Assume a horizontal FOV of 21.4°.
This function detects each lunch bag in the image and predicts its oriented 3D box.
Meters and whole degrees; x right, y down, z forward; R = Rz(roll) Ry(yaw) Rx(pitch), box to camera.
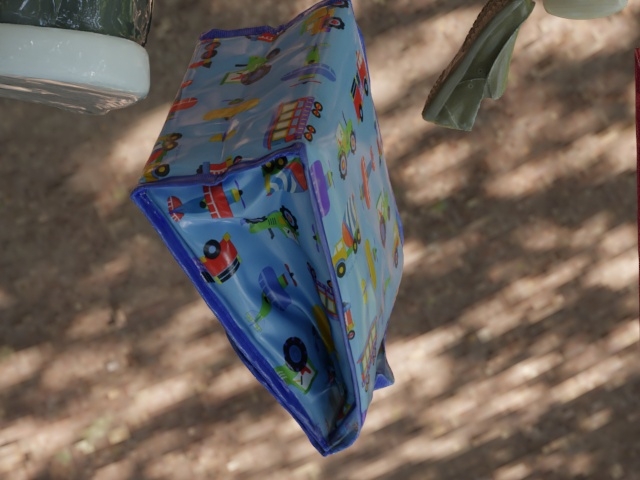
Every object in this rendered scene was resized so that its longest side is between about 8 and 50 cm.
[{"bbox_3d":[0.000,0.000,1.292,0.138,0.221,0.293,-13,123,21],"label":"lunch bag"}]

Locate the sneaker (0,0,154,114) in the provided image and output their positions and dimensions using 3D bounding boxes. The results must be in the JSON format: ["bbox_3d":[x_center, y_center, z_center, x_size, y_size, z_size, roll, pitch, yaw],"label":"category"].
[{"bbox_3d":[-0.122,-0.131,0.695,0.104,0.147,0.296,7,-179,-20],"label":"sneaker"}]

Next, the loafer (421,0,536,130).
[{"bbox_3d":[0.139,-0.150,1.409,0.050,0.056,0.148,30,127,-9],"label":"loafer"}]

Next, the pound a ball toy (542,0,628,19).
[{"bbox_3d":[0.232,-0.322,1.411,0.135,0.208,0.319,1,172,18],"label":"pound a ball toy"}]

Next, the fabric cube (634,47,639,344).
[{"bbox_3d":[0.294,0.048,0.827,0.258,0.259,0.254,-2,113,6],"label":"fabric cube"}]
